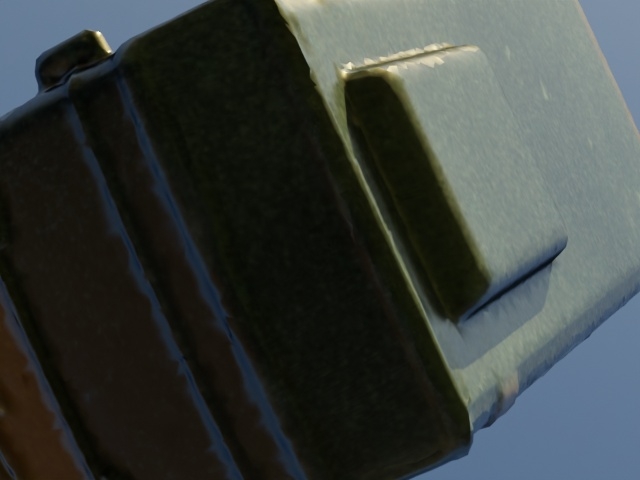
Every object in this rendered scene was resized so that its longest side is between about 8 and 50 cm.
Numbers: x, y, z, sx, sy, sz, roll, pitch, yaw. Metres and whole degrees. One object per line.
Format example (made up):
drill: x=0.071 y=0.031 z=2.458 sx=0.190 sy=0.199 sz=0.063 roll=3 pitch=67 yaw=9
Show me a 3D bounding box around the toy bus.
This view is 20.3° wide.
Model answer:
toy bus: x=0.000 y=0.000 z=0.645 sx=0.162 sy=0.194 sz=0.323 roll=66 pitch=-155 yaw=0
